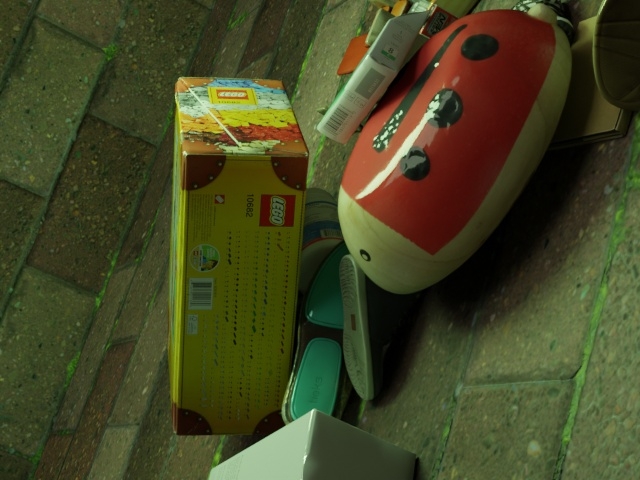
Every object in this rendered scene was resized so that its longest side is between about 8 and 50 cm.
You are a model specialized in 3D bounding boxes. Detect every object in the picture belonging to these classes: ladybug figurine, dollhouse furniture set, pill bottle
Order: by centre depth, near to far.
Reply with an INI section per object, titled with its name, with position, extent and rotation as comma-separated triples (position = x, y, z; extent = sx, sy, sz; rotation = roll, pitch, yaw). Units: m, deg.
[ladybug figurine]
position = 0.168, -0.140, 1.625
extent = 0.449, 0.162, 0.305
rotation = -58, 28, 9
[pill bottle]
position = 0.000, 0.000, 2.049
extent = 0.124, 0.124, 0.221
rotation = -55, 23, 21
[dollhouse furniture set]
position = 0.099, -0.353, 2.189
extent = 0.259, 0.135, 0.262
rotation = 3, 69, 66

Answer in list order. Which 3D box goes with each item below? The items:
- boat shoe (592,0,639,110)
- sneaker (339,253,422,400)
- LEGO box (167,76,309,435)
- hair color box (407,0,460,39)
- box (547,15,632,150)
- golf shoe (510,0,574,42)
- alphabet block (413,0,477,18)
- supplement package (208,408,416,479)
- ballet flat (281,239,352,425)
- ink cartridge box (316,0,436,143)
[boat shoe]
position = 0.410, -0.321, 1.411
extent = 0.110, 0.121, 0.341
rotation = -51, -28, -53
[sneaker]
position = 0.100, 0.126, 1.769
extent = 0.083, 0.118, 0.222
rotation = -168, 73, -66
[LEGO box]
position = -0.151, 0.021, 1.985
extent = 0.372, 0.193, 0.500
rotation = -108, 21, -64
[hair color box]
position = 0.220, -0.313, 1.837
extent = 0.053, 0.167, 0.093
rotation = -60, 22, 10
[box]
position = 0.376, -0.222, 1.588
extent = 0.164, 0.021, 0.201
rotation = -8, 59, 64
[golf shoe]
position = 0.326, -0.334, 1.740
extent = 0.094, 0.077, 0.198
rotation = -58, 19, 2
[alphabet block]
position = 0.210, -0.530, 2.061
extent = 0.197, 0.193, 0.192
rotation = -52, 27, 27
[supplement package]
position = -0.028, 0.383, 1.631
extent = 0.293, 0.175, 0.177
rotation = -37, 33, 48
[ballet flat]
position = 0.017, 0.161, 1.876
extent = 0.123, 0.123, 0.348
rotation = -28, 40, 56
[ink cartridge box]
position = 0.089, -0.267, 1.705
extent = 0.181, 0.056, 0.225
rotation = -52, 10, 51
